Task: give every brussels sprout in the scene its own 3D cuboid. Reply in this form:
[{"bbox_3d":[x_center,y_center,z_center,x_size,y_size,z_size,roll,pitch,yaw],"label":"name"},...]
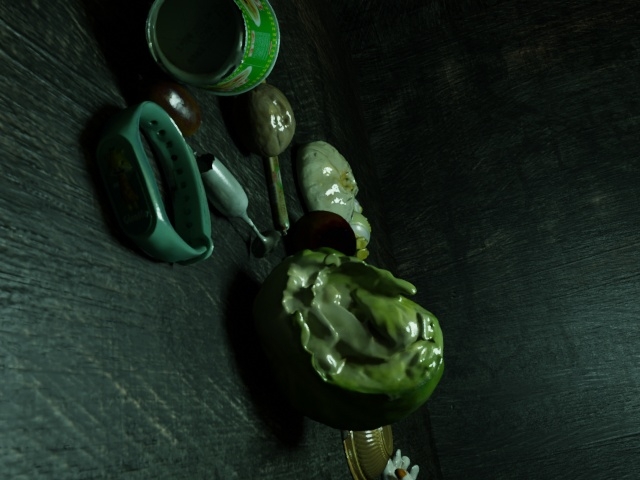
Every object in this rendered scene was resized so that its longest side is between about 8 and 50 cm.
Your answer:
[{"bbox_3d":[0.036,0.196,1.089,0.371,0.315,0.276,35,57,-13],"label":"brussels sprout"}]

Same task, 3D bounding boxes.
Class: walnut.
[{"bbox_3d":[-0.123,-0.260,1.245,0.162,0.140,0.140,58,20,-23],"label":"walnut"}]

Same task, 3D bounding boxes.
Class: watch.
[{"bbox_3d":[-0.228,-0.075,0.807,0.195,0.068,0.237,-36,106,-77],"label":"watch"}]

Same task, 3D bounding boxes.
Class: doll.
[{"bbox_3d":[0.113,-0.064,1.965,0.296,0.117,0.141,-89,165,-46],"label":"doll"}]

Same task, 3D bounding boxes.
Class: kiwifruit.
[{"bbox_3d":[-0.234,-0.208,0.888,0.124,0.075,0.075,35,42,-59],"label":"kiwifruit"}]

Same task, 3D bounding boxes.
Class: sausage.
[{"bbox_3d":[-0.109,-0.140,1.371,0.033,0.032,0.269,34,43,-69],"label":"sausage"}]

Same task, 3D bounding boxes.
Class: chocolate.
[{"bbox_3d":[0.000,0.000,1.432,0.177,0.176,0.177,-15,90,-76],"label":"chocolate"}]

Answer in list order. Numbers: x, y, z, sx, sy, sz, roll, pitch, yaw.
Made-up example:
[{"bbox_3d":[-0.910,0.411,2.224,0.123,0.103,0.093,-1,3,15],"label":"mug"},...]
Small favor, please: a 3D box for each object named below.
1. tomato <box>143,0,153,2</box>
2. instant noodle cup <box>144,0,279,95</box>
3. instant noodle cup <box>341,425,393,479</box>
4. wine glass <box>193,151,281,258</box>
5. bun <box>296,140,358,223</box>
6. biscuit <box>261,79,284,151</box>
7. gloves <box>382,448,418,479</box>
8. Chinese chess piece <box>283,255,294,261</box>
[{"bbox_3d":[-0.296,-0.486,0.887,0.228,0.101,0.228,-3,90,-84],"label":"tomato"},{"bbox_3d":[-0.175,-0.326,0.903,0.233,0.207,0.207,-86,157,-72],"label":"instant noodle cup"},{"bbox_3d":[0.135,0.516,1.528,0.274,0.090,0.274,-14,90,-75],"label":"instant noodle cup"},{"bbox_3d":[-0.157,-0.064,1.056,0.262,0.074,0.074,56,23,-49],"label":"wine glass"},{"bbox_3d":[0.029,-0.166,1.698,0.287,0.146,0.287,-17,90,-76],"label":"bun"},{"bbox_3d":[-0.139,-0.326,1.476,0.144,0.016,0.203,-37,112,-75],"label":"biscuit"},{"bbox_3d":[0.245,0.741,1.703,0.219,0.131,0.140,47,9,18],"label":"gloves"},{"bbox_3d":[-0.059,0.076,1.342,0.084,0.034,0.084,-15,90,-77],"label":"Chinese chess piece"}]
